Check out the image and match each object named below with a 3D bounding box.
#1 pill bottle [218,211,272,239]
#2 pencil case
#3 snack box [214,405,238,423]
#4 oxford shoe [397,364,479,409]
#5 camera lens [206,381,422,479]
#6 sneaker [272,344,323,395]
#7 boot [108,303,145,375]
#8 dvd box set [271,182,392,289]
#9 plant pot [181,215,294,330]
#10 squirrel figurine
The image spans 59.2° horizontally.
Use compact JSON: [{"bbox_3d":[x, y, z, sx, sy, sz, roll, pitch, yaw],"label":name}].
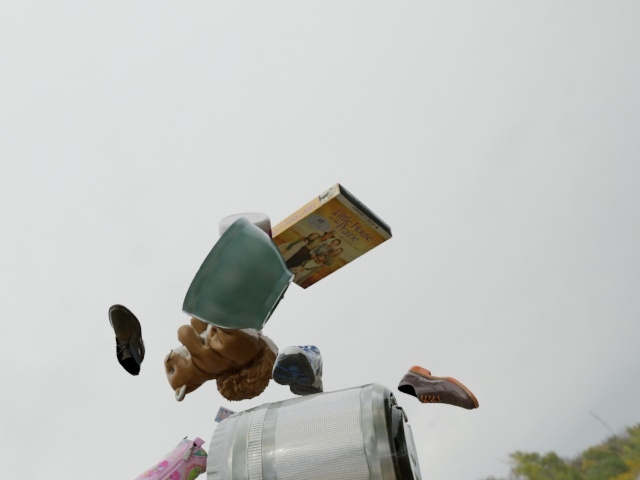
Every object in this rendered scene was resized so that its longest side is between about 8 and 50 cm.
[{"bbox_3d":[-0.229,0.072,1.813,0.169,0.169,0.301,-18,-68,-37],"label":"pill bottle"},{"bbox_3d":[-0.419,0.643,1.499,0.284,0.124,0.124,-31,-35,-53],"label":"pencil case"},{"bbox_3d":[-0.333,0.725,2.259,0.022,0.178,0.064,92,-161,-66],"label":"snack box"},{"bbox_3d":[0.347,0.460,1.678,0.098,0.271,0.097,-37,-66,-28],"label":"oxford shoe"},{"bbox_3d":[0.001,0.336,0.821,0.274,0.219,0.219,-14,-36,10],"label":"camera lens"},{"bbox_3d":[-0.040,0.229,1.045,0.080,0.081,0.211,-1,-28,7],"label":"sneaker"},{"bbox_3d":[-0.563,0.293,1.650,0.082,0.106,0.219,-17,-56,-7],"label":"boot"},{"bbox_3d":[0.000,0.000,2.004,0.420,0.062,0.307,-32,-48,25],"label":"dvd box set"},{"bbox_3d":[-0.191,0.112,1.455,0.293,0.196,0.293,-59,-2,-4],"label":"plant pot"},{"bbox_3d":[-0.356,0.441,2.011,0.370,0.397,0.281,-46,8,8],"label":"squirrel figurine"}]
